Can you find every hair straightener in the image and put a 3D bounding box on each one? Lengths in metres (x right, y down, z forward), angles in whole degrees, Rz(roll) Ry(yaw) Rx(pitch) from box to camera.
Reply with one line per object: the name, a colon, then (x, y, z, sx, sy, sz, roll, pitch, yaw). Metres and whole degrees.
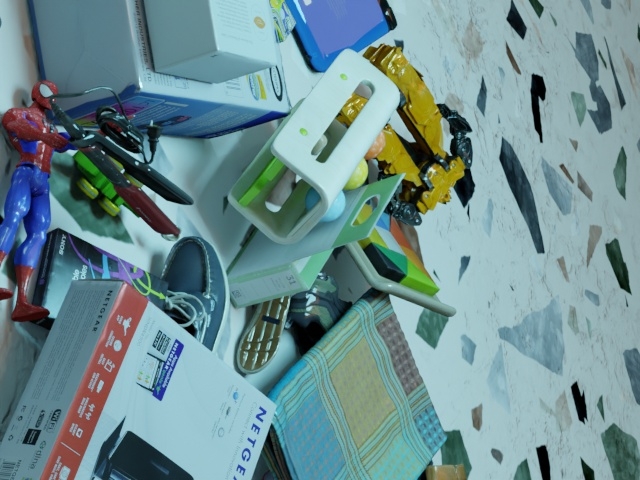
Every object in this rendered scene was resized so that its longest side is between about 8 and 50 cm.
hair straightener: (-0.214, -0.099, 1.671, 0.230, 0.047, 0.089, 45, 62, -41)

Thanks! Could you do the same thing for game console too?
game console: (-0.011, -0.442, 2.407, 0.250, 0.173, 0.293, -35, 112, -26)

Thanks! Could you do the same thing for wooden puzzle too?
wooden puzzle: (0.089, 0.007, 2.248, 0.221, 0.044, 0.238, 22, 25, -55)

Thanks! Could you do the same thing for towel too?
towel: (0.049, 0.254, 2.066, 0.370, 0.040, 0.271, -42, 115, -51)

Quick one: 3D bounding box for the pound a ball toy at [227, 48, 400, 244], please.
pound a ball toy: (-0.007, -0.112, 2.083, 0.136, 0.208, 0.319, 40, 41, -5)

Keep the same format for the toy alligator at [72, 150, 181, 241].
toy alligator: (-0.239, -0.060, 1.832, 0.190, 0.056, 0.051, 42, 2, -42)

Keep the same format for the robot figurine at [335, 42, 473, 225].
robot figurine: (0.130, -0.163, 2.424, 0.211, 0.085, 0.291, -47, 129, -15)

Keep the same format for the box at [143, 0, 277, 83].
box: (-0.133, -0.280, 1.765, 0.130, 0.091, 0.170, 4, 75, -60)

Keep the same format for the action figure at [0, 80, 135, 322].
action figure: (-0.290, -0.062, 1.666, 0.091, 0.139, 0.280, 37, 45, -50)

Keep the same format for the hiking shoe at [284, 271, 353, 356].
hiking shoe: (0.012, 0.137, 2.170, 0.227, 0.086, 0.114, 43, 59, -40)

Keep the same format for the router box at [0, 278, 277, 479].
router box: (-0.209, 0.257, 1.643, 0.301, 0.082, 0.335, 44, 56, -43)

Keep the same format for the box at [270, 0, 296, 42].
box: (-0.102, -0.362, 2.189, 0.169, 0.054, 0.059, 60, 33, -25)

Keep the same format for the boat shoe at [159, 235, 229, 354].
boat shoe: (-0.174, 0.105, 1.836, 0.079, 0.095, 0.254, 48, 48, -58)

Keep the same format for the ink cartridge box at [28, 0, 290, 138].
ink cartridge box: (-0.183, -0.275, 1.916, 0.395, 0.151, 0.270, 0, 79, -58)

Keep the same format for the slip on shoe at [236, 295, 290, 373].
slip on shoe: (-0.077, 0.123, 2.042, 0.041, 0.051, 0.135, 115, -7, -61)

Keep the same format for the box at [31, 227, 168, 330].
box: (-0.251, 0.069, 1.739, 0.162, 0.029, 0.116, 28, 53, -32)

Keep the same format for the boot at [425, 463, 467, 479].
boot: (0.230, 0.431, 2.413, 0.197, 0.073, 0.152, 22, 55, -58)

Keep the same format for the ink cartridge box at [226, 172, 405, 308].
ink cartridge box: (0.000, 0.000, 2.028, 0.056, 0.235, 0.171, 62, 33, -22)

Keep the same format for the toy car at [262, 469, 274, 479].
toy car: (-0.073, 0.386, 1.927, 0.225, 0.053, 0.239, 6, 72, -59)
